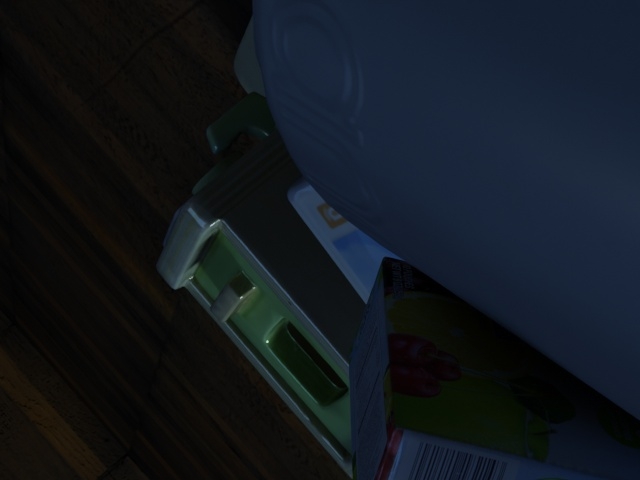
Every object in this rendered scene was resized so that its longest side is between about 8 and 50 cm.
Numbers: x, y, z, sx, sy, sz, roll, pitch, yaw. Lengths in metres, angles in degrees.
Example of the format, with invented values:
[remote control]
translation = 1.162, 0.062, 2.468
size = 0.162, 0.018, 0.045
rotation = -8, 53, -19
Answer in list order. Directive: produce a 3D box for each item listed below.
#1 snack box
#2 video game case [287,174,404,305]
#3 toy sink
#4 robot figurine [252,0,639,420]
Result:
[snack box]
translation = 0.080, 0.054, 0.434
size = 0.141, 0.037, 0.100
rotation = 14, -157, -6
[video game case]
translation = 0.111, 0.026, 0.703
size = 0.193, 0.023, 0.212
rotation = -26, 105, 43
[toy sink]
translation = 0.000, 0.000, 0.875
size = 0.234, 0.131, 0.153
rotation = 50, 162, 3
[robot figurine]
translation = 0.125, -0.044, 0.380
size = 0.353, 0.200, 0.300
rotation = 35, -171, 40
